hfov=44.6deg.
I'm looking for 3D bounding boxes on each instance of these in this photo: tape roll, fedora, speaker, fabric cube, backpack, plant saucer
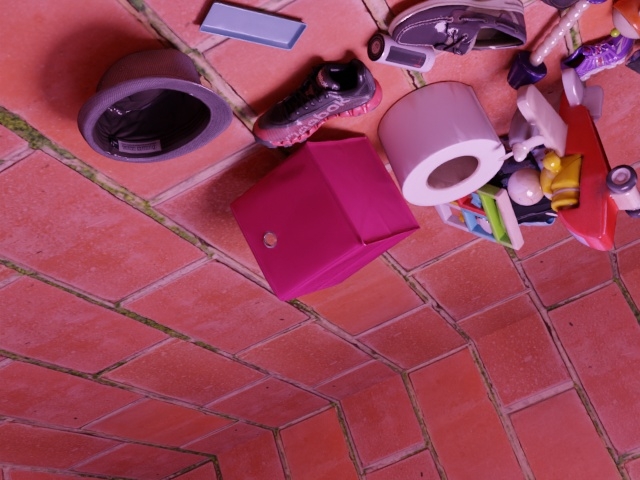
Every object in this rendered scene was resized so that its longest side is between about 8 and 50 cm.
[{"bbox_3d":[0.270,-0.214,1.760,0.246,0.169,0.246,-16,152,-9],"label":"tape roll"},{"bbox_3d":[-0.295,-0.248,1.372,0.275,0.124,0.243,-28,151,33],"label":"fedora"},{"bbox_3d":[0.160,-0.367,1.533,0.136,0.055,0.055,3,145,-37],"label":"speaker"},{"bbox_3d":[0.011,-0.050,1.720,0.258,0.254,0.259,-35,168,34],"label":"fabric cube"},{"bbox_3d":[0.532,-0.148,2.010,0.263,0.213,0.276,-6,156,-2],"label":"backpack"},{"bbox_3d":[-0.117,-0.378,1.371,0.192,0.018,0.067,3,145,-36],"label":"plant saucer"}]

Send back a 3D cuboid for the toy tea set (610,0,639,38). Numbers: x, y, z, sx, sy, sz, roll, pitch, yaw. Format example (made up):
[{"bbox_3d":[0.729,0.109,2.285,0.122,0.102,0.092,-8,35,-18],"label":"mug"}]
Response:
[{"bbox_3d":[0.628,-0.453,1.530,0.124,0.200,0.336,-41,148,20],"label":"toy tea set"}]

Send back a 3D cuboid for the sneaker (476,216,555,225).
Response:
[{"bbox_3d":[0.582,-0.086,2.223,0.135,0.150,0.366,0,147,-32],"label":"sneaker"}]

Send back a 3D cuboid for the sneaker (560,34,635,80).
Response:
[{"bbox_3d":[0.617,-0.414,1.739,0.170,0.068,0.071,-31,145,22],"label":"sneaker"}]

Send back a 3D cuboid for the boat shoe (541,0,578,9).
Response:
[{"bbox_3d":[0.422,-0.494,1.360,0.132,0.130,0.355,-36,155,12],"label":"boat shoe"}]

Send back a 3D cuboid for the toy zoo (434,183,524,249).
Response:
[{"bbox_3d":[0.367,-0.090,1.974,0.030,0.293,0.192,-46,132,-18],"label":"toy zoo"}]

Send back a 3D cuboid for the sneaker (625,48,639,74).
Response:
[{"bbox_3d":[0.803,-0.443,1.735,0.330,0.130,0.147,-26,142,-34],"label":"sneaker"}]

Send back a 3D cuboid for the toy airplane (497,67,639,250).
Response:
[{"bbox_3d":[0.538,-0.182,1.741,0.272,0.386,0.384,-26,-174,26],"label":"toy airplane"}]

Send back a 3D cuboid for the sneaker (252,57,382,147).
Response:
[{"bbox_3d":[-0.015,-0.277,1.537,0.276,0.098,0.135,-23,153,1],"label":"sneaker"}]

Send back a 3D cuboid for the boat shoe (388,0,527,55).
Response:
[{"bbox_3d":[0.271,-0.402,1.492,0.285,0.092,0.103,-9,161,-20],"label":"boat shoe"}]

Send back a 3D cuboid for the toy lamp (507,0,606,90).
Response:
[{"bbox_3d":[0.486,-0.420,1.625,0.080,0.080,0.275,-3,149,-30],"label":"toy lamp"}]
